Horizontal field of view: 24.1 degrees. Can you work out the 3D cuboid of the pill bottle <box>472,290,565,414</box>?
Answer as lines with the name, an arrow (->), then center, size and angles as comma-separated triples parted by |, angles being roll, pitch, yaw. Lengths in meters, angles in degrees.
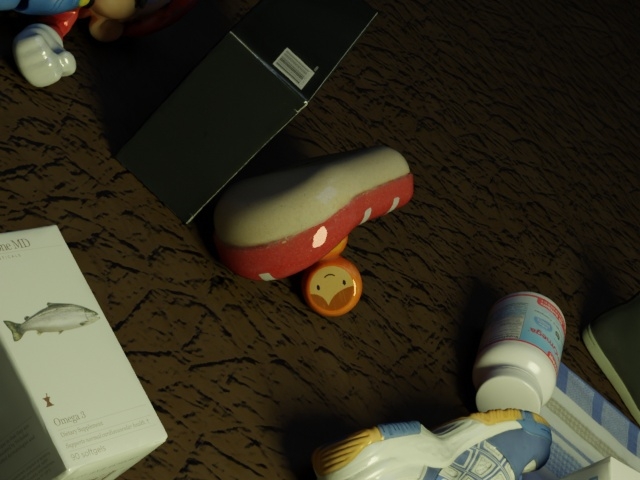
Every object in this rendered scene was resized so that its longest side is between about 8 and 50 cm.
pill bottle -> 0.207, 0.127, 1.569 | 0.087, 0.087, 0.160 | 42, 31, -9

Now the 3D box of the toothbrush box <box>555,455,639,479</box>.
toothbrush box -> 0.320, 0.360, 1.360 | 0.296, 0.126, 0.216 | 30, 47, -28

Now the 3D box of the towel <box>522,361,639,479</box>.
towel -> 0.287, 0.257, 1.571 | 0.209, 0.034, 0.285 | 41, 30, -11

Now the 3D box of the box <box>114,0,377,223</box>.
box -> -0.067, -0.154, 1.459 | 0.103, 0.184, 0.261 | 41, 30, -6

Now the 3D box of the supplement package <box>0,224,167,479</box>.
supplement package -> -0.209, 0.094, 1.046 | 0.105, 0.105, 0.179 | -12, 69, -55

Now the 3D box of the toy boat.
toy boat -> 0.000, 0.000, 1.437 | 0.231, 0.151, 0.151 | -24, 102, -59

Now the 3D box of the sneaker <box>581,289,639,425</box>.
sneaker -> 0.418, 0.160, 1.767 | 0.222, 0.118, 0.083 | 51, 30, 8

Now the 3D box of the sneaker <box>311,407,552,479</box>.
sneaker -> 0.112, 0.228, 1.335 | 0.296, 0.112, 0.131 | -2, 68, -46

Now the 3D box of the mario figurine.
mario figurine -> -0.221, -0.262, 1.393 | 0.321, 0.198, 0.170 | -5, 45, -49
